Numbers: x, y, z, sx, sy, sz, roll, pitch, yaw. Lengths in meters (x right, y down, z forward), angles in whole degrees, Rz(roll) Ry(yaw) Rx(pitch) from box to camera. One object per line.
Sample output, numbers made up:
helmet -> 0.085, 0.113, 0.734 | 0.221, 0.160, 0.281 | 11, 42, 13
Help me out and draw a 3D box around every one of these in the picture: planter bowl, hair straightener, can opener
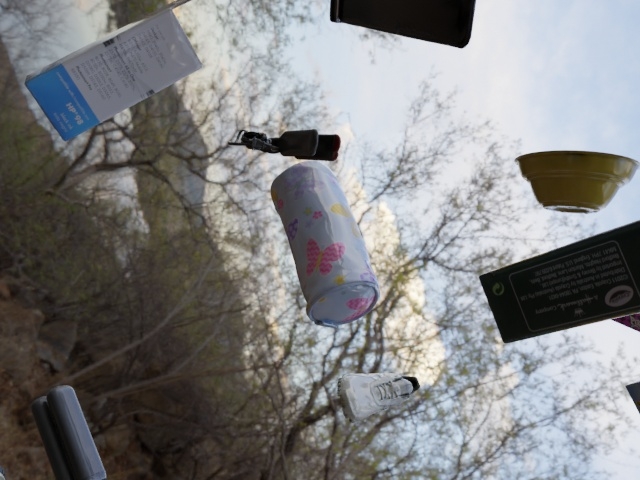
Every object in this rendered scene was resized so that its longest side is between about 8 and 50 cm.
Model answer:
planter bowl -> 0.468, -0.099, 1.084 | 0.217, 0.218, 0.090 | 177, -80, -74
hair straightener -> -0.074, -0.156, 0.894 | 0.231, 0.089, 0.047 | 20, -79, 49
can opener -> -0.359, 0.364, 0.921 | 0.283, 0.076, 0.095 | 61, 16, 16

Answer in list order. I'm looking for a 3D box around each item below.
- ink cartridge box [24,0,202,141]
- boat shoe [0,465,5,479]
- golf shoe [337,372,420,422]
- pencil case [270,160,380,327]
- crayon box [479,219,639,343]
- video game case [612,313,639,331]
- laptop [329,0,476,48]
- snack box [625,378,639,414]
ink cartridge box -> -0.183, -0.170, 0.563 | 0.104, 0.180, 0.060 | 37, -24, 60
boat shoe -> -0.541, 0.308, 0.770 | 0.079, 0.233, 0.083 | -115, -146, -55
golf shoe -> 0.087, 0.215, 0.850 | 0.176, 0.086, 0.069 | 10, 60, -62
pencil case -> 0.000, 0.000, 0.927 | 0.113, 0.124, 0.273 | 35, 27, -48
crayon box -> 0.355, 0.020, 0.655 | 0.203, 0.323, 0.083 | -27, -101, 45
video game case -> 0.593, 0.094, 0.947 | 0.232, 0.210, 0.041 | 30, -41, 60
laptop -> 0.142, -0.394, 0.536 | 0.237, 0.408, 0.381 | 20, -61, 33
snack box -> 0.603, 0.274, 0.915 | 0.070, 0.207, 0.174 | -48, -122, 57
